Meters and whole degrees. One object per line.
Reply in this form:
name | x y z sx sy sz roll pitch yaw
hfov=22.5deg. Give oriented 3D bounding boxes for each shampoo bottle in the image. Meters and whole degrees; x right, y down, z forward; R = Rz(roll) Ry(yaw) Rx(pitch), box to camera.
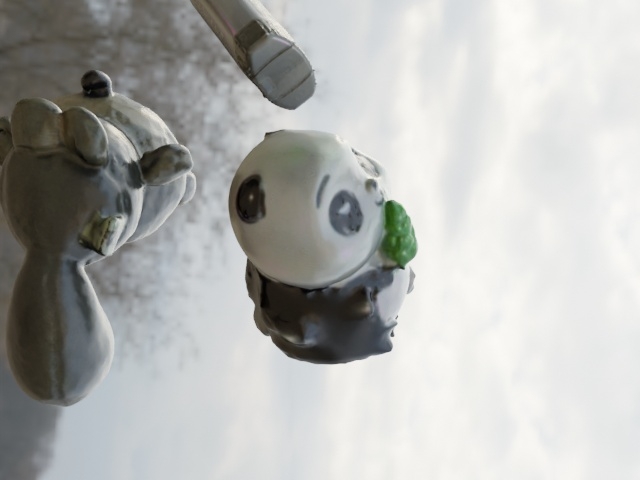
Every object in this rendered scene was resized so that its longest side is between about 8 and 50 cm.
shampoo bottle | -0.071 -0.203 1.543 0.056 0.086 0.227 -39 -147 3

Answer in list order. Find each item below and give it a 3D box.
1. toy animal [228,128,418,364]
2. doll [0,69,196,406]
toy animal | 0.009 0.000 1.843 0.212 0.212 0.267 -98 180 -50
doll | -0.306 -0.016 1.961 0.382 0.252 0.379 -23 137 -83
